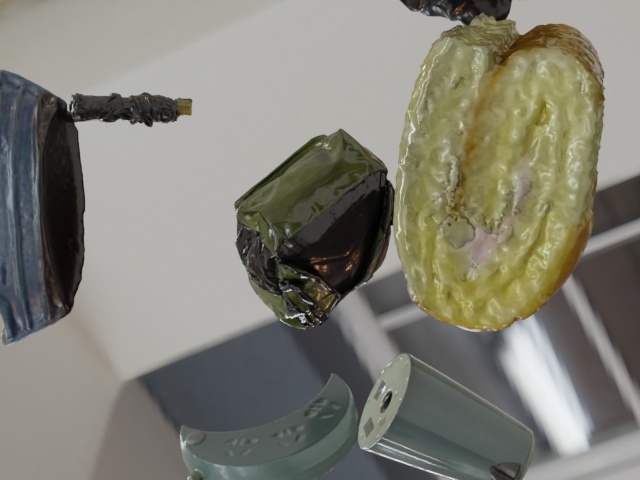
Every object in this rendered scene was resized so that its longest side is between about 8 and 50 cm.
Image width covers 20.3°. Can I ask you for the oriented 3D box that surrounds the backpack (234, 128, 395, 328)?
[{"bbox_3d":[0.000,0.000,2.175,0.140,0.207,0.253,43,161,27],"label":"backpack"}]

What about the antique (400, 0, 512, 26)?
[{"bbox_3d":[0.164,-0.386,1.892,0.322,0.185,0.255,-55,-38,-14],"label":"antique"}]

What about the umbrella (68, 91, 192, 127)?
[{"bbox_3d":[-0.221,-0.152,2.086,0.037,0.144,0.040,-128,39,-66],"label":"umbrella"}]

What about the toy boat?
[{"bbox_3d":[-0.343,-0.036,1.993,0.129,0.142,0.309,-16,-74,-67],"label":"toy boat"}]

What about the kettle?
[{"bbox_3d":[0.195,0.284,2.757,0.243,0.160,0.210,26,-167,-15],"label":"kettle"}]

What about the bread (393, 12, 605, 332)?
[{"bbox_3d":[0.154,-0.064,1.514,0.375,0.165,0.237,-48,-34,-76],"label":"bread"}]

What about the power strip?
[{"bbox_3d":[-0.067,0.249,2.196,0.167,0.253,0.054,-132,25,-62],"label":"power strip"}]
